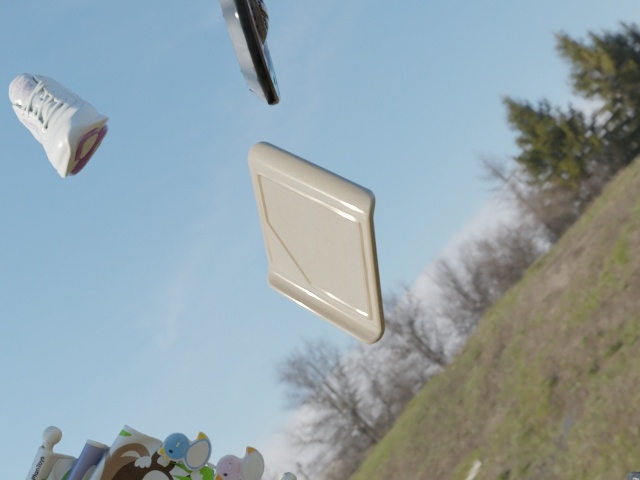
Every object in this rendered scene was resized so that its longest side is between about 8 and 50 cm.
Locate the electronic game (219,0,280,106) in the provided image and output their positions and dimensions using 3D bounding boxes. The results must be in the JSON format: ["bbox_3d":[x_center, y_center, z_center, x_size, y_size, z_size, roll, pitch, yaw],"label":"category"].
[{"bbox_3d":[-0.087,-0.271,1.205,0.048,0.229,0.229,-16,-14,2],"label":"electronic game"}]

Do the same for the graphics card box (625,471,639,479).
[{"bbox_3d":[0.328,0.397,0.883,0.233,0.094,0.370,-9,51,55],"label":"graphics card box"}]

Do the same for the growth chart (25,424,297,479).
[{"bbox_3d":[-0.148,0.241,0.865,0.021,0.237,0.172,-168,96,-73],"label":"growth chart"}]

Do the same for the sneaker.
[{"bbox_3d":[-0.411,-0.182,1.545,0.114,0.152,0.305,-54,22,-2],"label":"sneaker"}]

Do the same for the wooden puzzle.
[{"bbox_3d":[0.000,0.000,1.356,0.044,0.221,0.238,-33,-45,-34],"label":"wooden puzzle"}]
